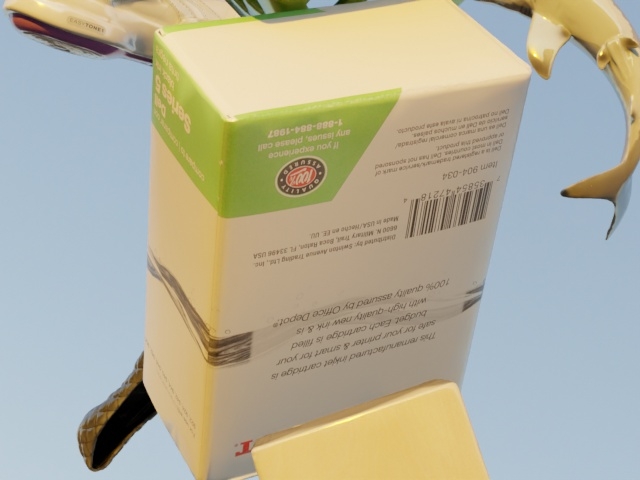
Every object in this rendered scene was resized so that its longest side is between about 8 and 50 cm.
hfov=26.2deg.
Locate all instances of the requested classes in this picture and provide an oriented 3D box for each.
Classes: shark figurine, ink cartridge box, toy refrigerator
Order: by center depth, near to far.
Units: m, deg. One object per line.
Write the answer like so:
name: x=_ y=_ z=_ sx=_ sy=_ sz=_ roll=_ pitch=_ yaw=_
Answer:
toy refrigerator: x=0.057 y=0.210 z=0.660 sx=0.094 sy=0.102 sz=0.269 roll=100 pitch=-29 yaw=-85
ink cartridge box: x=0.000 y=0.000 z=0.861 sx=0.115 sy=0.198 sz=0.273 roll=51 pitch=-37 yaw=44
shark figurine: x=0.248 y=-0.156 z=1.224 sx=0.166 sy=0.278 sz=0.116 roll=-28 pitch=-14 yaw=10

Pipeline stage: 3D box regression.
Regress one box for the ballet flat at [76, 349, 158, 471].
ballet flat: x=-0.140 y=0.130 z=1.136 sx=0.057 sy=0.049 sz=0.173 roll=22 pitch=-55 yaw=-38

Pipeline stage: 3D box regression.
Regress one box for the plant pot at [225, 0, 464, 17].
plant pot: x=-0.005 y=-0.259 z=0.866 sx=0.228 sy=0.227 sz=0.207 roll=48 pitch=4 yaw=24

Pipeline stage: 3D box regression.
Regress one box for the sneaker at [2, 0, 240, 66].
sneaker: x=-0.121 y=-0.218 z=1.213 sx=0.305 sy=0.152 sz=0.114 roll=12 pitch=-2 yaw=-37
